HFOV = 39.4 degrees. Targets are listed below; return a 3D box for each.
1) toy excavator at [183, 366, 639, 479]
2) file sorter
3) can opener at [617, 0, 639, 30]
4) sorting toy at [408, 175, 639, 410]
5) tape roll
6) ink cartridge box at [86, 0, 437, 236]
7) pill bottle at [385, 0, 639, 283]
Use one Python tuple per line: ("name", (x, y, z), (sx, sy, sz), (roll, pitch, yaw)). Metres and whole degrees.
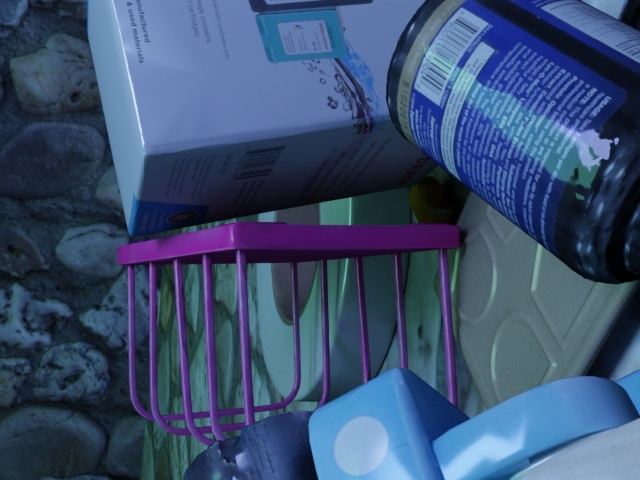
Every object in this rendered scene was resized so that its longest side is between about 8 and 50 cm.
("toy excavator", (0.139, 0.114, 0.379), (0.445, 0.433, 0.222), (-31, 48, 14))
("file sorter", (-0.040, 0.085, 0.797), (0.290, 0.202, 0.182), (-8, 84, 61))
("can opener", (0.230, -0.225, 0.447), (0.093, 0.074, 0.280), (36, 129, 29))
("sorting toy", (0.144, -0.003, 0.694), (0.307, 0.041, 0.229), (-107, 24, -50))
("tape roll", (0.000, 0.000, 1.080), (0.392, 0.072, 0.392), (-176, 90, -72))
("ink cartridge box", (-0.034, -0.142, 0.717), (0.198, 0.270, 0.197), (133, 125, -68))
("pill bottle", (0.145, -0.054, 0.481), (0.219, 0.122, 0.123), (45, 132, 38))
